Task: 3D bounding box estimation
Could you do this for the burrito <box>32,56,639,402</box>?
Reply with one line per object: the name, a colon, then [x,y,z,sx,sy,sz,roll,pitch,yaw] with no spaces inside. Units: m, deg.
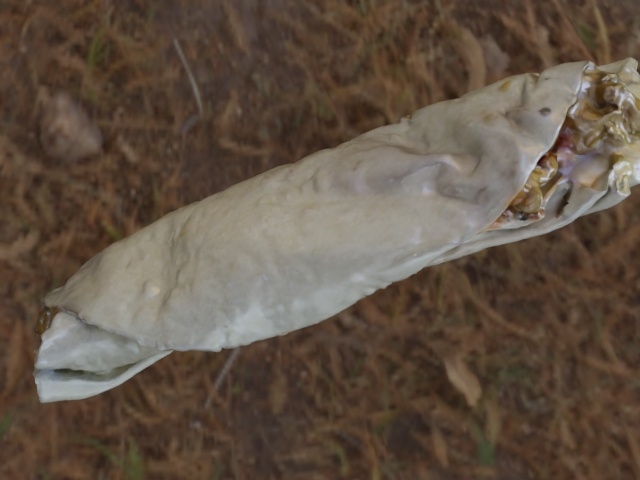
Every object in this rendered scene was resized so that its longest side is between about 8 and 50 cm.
burrito: [0.000,0.000,0.864,0.392,0.117,0.076,-20,129,17]
